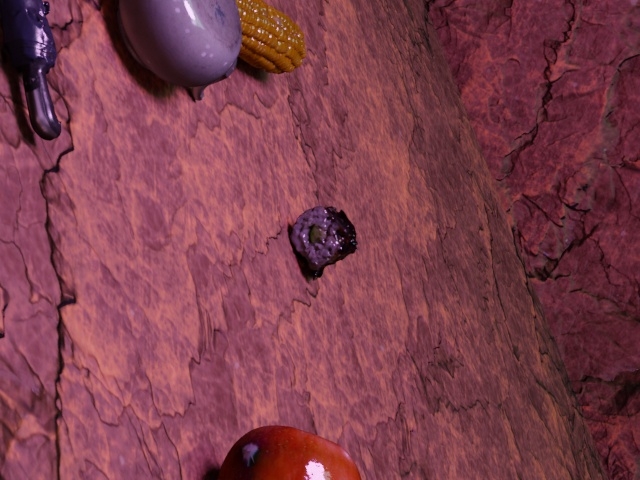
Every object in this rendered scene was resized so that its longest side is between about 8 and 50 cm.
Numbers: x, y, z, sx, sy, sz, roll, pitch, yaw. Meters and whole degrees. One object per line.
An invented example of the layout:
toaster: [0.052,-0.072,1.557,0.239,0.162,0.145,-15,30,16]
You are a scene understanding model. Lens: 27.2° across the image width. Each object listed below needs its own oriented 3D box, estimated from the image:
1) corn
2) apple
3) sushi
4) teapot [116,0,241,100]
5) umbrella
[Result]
corn: [-0.116,-0.322,1.990,0.313,0.102,0.102,13,60,-64]
apple: [-0.040,0.319,1.541,0.199,0.199,0.199,51,28,-43]
sushi: [0.001,-0.001,2.043,0.094,0.098,0.084,55,15,9]
teapot: [-0.191,-0.294,1.737,0.294,0.129,0.193,45,33,-46]
umbrella: [-0.317,-0.232,1.443,0.071,0.071,0.248,19,54,-65]
